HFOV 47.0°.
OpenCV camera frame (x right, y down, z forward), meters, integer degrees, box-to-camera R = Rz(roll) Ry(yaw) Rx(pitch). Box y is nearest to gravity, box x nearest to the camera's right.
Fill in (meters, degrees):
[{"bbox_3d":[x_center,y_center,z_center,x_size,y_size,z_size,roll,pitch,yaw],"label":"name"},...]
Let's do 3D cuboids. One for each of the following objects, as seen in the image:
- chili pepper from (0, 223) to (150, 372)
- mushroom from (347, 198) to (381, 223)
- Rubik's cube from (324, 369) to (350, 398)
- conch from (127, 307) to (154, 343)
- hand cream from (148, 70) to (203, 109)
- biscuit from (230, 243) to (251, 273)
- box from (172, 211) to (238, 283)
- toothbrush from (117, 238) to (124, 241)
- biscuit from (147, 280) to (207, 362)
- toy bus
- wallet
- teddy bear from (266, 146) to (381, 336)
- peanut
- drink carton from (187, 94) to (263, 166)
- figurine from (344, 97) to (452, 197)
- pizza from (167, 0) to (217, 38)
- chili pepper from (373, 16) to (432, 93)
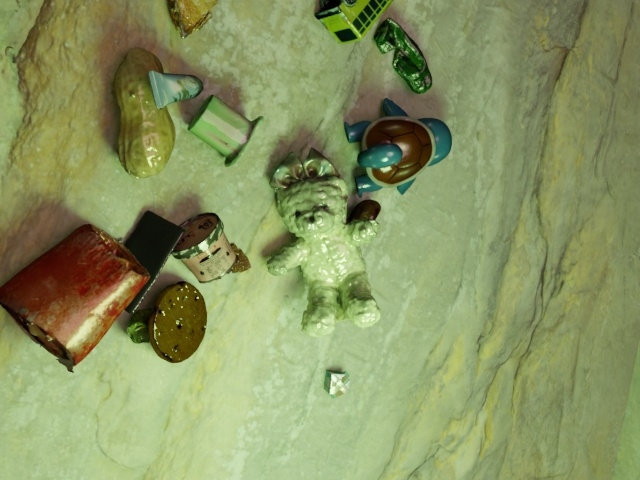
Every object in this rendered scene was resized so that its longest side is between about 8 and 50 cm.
[{"bbox_3d":[-0.549,0.106,1.660,0.305,0.251,0.229,-50,132,-17],"label":"chili pepper"},{"bbox_3d":[0.134,-0.064,2.165,0.087,0.127,0.127,31,77,-14],"label":"mushroom"},{"bbox_3d":[0.054,0.424,2.176,0.073,0.075,0.084,4,107,-17],"label":"Rubik's cube"},{"bbox_3d":[-0.442,0.218,1.841,0.121,0.074,0.089,-34,118,-68],"label":"conch"},{"bbox_3d":[-0.349,-0.367,1.778,0.256,0.055,0.088,-43,125,-70],"label":"hand cream"},{"bbox_3d":[-0.228,0.055,2.001,0.092,0.016,0.082,22,77,-33],"label":"biscuit"},{"bbox_3d":[-0.293,0.026,1.883,0.151,0.151,0.135,-44,123,-22],"label":"box"},{"bbox_3d":[-0.528,0.012,1.809,0.097,0.008,0.006,-21,91,-29],"label":"toothbrush"},{"bbox_3d":[-0.362,0.208,1.877,0.212,0.036,0.212,-16,109,-57],"label":"biscuit"},{"bbox_3d":[0.121,-0.697,2.097,0.150,0.128,0.262,45,72,-28],"label":"toy bus"},{"bbox_3d":[-0.442,0.052,1.811,0.244,0.124,0.025,-60,161,-14],"label":"wallet"},{"bbox_3d":[0.000,0.000,1.978,0.327,0.375,0.362,-13,129,7],"label":"teddy bear"},{"bbox_3d":[-0.426,-0.307,1.776,0.149,0.149,0.313,-10,95,-32],"label":"peanut"},{"bbox_3d":[-0.254,-0.287,1.890,0.142,0.146,0.144,33,76,-22],"label":"drink carton"},{"bbox_3d":[0.206,-0.273,2.159,0.416,0.243,0.298,-22,97,-51],"label":"figurine"},{"bbox_3d":[-0.291,-0.664,1.867,0.251,0.074,0.288,-15,108,-32],"label":"pizza"},{"bbox_3d":[0.260,-0.557,2.227,0.099,0.083,0.253,-46,113,-11],"label":"chili pepper"}]
